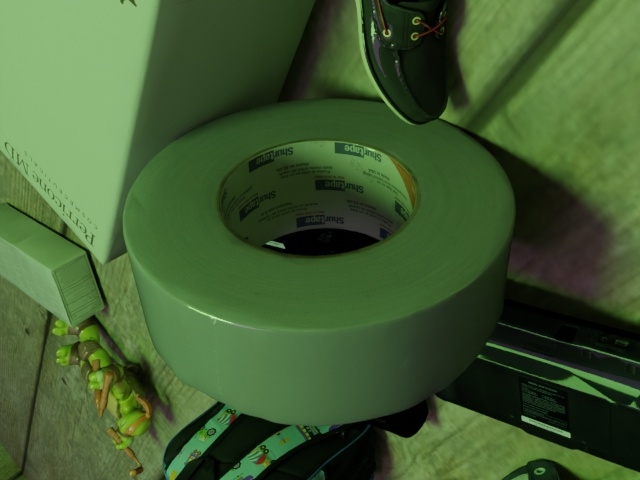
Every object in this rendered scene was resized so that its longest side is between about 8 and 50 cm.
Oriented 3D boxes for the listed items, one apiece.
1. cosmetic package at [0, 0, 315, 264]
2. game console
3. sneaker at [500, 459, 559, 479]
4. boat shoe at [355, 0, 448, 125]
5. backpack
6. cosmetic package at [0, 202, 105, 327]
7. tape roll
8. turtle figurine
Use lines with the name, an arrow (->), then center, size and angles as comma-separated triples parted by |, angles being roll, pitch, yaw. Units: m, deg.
cosmetic package -> -0.114, -0.179, 0.511 | 0.197, 0.155, 0.365 | 44, 140, 15
game console -> 0.090, 0.084, 0.577 | 0.361, 0.044, 0.213 | 15, 140, 37
sneaker -> 0.182, 0.208, 0.510 | 0.282, 0.153, 0.099 | -26, 95, 44
boat shoe -> 0.049, -0.129, 0.458 | 0.042, 0.049, 0.133 | 13, 124, 56
backpack -> -0.051, 0.210, 0.758 | 0.158, 0.173, 0.116 | 24, 135, 38
cosmetic package -> -0.404, 0.029, 1.151 | 0.239, 0.060, 0.098 | 24, 133, 39
tape roll -> 0.000, 0.000, 0.475 | 0.219, 0.219, 0.072 | 30, 140, 34
turtle figurine -> -0.296, 0.196, 1.134 | 0.217, 0.087, 0.269 | 45, 154, 29
